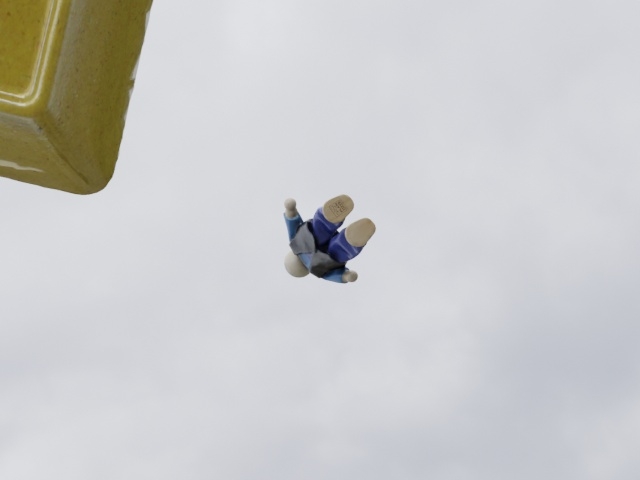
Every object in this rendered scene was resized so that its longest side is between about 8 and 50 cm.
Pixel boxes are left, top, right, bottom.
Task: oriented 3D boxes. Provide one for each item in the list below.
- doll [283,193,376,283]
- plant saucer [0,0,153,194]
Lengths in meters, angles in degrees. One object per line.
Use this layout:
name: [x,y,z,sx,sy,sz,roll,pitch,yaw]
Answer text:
doll: [0.000,0.000,1.724,0.046,0.129,0.189,-42,-1,-27]
plant saucer: [-0.266,-0.219,0.944,0.332,0.081,0.333,13,-83,-8]
